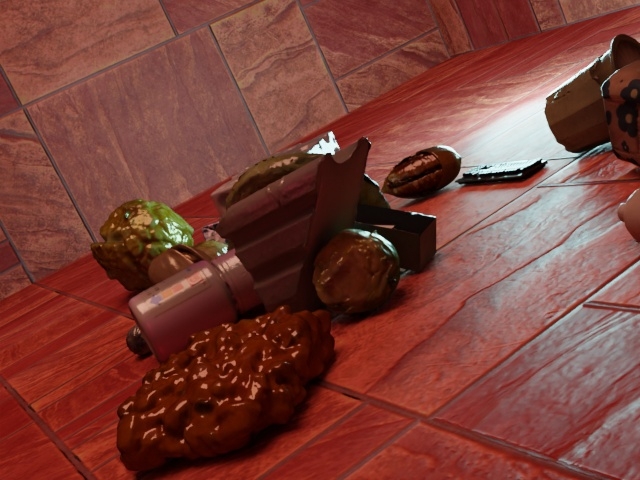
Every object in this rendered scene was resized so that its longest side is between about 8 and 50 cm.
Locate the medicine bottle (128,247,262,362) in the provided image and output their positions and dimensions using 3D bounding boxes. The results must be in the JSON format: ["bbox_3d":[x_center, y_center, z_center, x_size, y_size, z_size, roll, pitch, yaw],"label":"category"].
[{"bbox_3d":[-0.245,0.126,1.799,0.254,0.152,0.152,-28,14,-17],"label":"medicine bottle"}]

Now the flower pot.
[{"bbox_3d":[0.575,-0.287,1.824,0.202,0.212,0.212,-23,11,42],"label":"flower pot"}]

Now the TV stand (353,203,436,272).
[{"bbox_3d":[0.078,-0.016,1.689,0.269,0.083,0.088,10,30,25],"label":"TV stand"}]

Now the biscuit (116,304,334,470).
[{"bbox_3d":[-0.150,0.220,1.367,0.312,0.111,0.318,-18,15,24],"label":"biscuit"}]

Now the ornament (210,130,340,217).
[{"bbox_3d":[-0.062,-0.076,2.050,0.239,0.240,0.239,-19,16,26],"label":"ornament"}]

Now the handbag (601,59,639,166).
[{"bbox_3d":[0.642,-0.231,1.533,0.251,0.190,0.193,-22,23,-6],"label":"handbag"}]

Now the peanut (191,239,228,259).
[{"bbox_3d":[-0.278,0.068,2.136,0.129,0.129,0.224,-20,14,20],"label":"peanut"}]

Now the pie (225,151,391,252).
[{"bbox_3d":[-0.045,-0.046,1.844,0.371,0.296,0.078,-22,32,23],"label":"pie"}]

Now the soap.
[{"bbox_3d":[0.000,0.000,1.574,0.302,0.258,0.159,-26,0,43],"label":"soap"}]

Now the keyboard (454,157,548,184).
[{"bbox_3d":[0.397,-0.152,1.980,0.093,0.025,0.230,-29,14,-27],"label":"keyboard"}]

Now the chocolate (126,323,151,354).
[{"bbox_3d":[-0.367,0.192,1.940,0.072,0.072,0.167,-19,17,24],"label":"chocolate"}]

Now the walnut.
[{"bbox_3d":[0.236,-0.156,2.109,0.207,0.116,0.116,-21,14,16],"label":"walnut"}]

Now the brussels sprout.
[{"bbox_3d":[0.066,0.052,1.554,0.151,0.149,0.122,-6,1,13],"label":"brussels sprout"}]

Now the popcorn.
[{"bbox_3d":[-0.485,0.015,2.462,0.282,0.247,0.282,-39,17,15],"label":"popcorn"}]

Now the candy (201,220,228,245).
[{"bbox_3d":[-0.237,0.001,2.305,0.092,0.073,0.160,-22,-17,6],"label":"candy"}]

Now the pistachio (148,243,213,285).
[{"bbox_3d":[-0.284,0.088,1.962,0.223,0.152,0.126,22,35,28],"label":"pistachio"}]

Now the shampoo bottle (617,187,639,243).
[{"bbox_3d":[0.503,-0.028,1.184,0.092,0.092,0.303,-29,13,-16],"label":"shampoo bottle"}]
